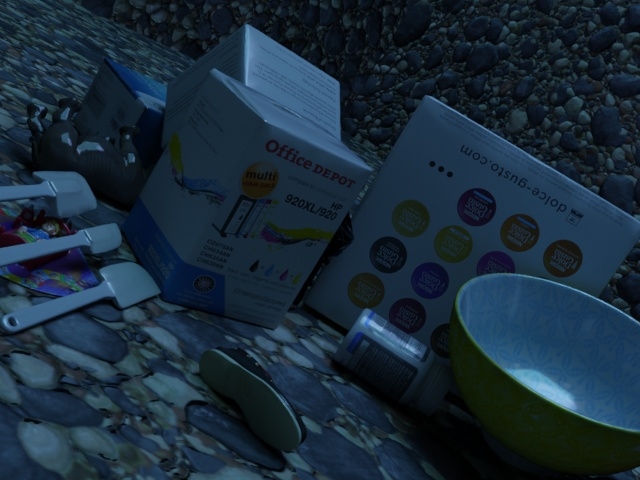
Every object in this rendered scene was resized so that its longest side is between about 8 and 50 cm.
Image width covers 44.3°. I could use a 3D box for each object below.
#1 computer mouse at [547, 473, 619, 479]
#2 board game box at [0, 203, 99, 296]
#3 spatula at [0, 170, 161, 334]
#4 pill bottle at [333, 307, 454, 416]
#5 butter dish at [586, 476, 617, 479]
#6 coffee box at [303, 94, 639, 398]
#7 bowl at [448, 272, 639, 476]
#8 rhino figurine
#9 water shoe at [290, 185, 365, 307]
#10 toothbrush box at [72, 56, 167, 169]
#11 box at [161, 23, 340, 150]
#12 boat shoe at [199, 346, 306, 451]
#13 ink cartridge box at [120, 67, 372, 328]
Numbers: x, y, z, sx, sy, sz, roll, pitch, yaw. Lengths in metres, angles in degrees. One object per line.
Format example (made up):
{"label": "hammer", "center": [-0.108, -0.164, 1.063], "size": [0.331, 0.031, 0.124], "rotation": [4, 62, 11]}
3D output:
{"label": "computer mouse", "center": [0.340, 0.267, 1.115], "size": [0.188, 0.072, 0.272], "rotation": [29, 13, -8]}
{"label": "board game box", "center": [-0.285, -0.006, 0.784], "size": [0.133, 0.033, 0.168], "rotation": [20, 17, -42]}
{"label": "spatula", "center": [-0.255, 0.003, 0.747], "size": [0.168, 0.019, 0.242], "rotation": [59, 19, 3]}
{"label": "pill bottle", "center": [0.092, 0.151, 0.963], "size": [0.137, 0.078, 0.078], "rotation": [33, 13, 6]}
{"label": "butter dish", "center": [0.323, 0.305, 0.832], "size": [0.159, 0.118, 0.160], "rotation": [14, 22, -50]}
{"label": "coffee box", "center": [0.217, 0.009, 1.199], "size": [0.337, 0.334, 0.338], "rotation": [31, 12, 1]}
{"label": "bowl", "center": [0.270, 0.180, 0.925], "size": [0.289, 0.156, 0.289], "rotation": [13, 28, -7]}
{"label": "rhino figurine", "center": [-0.274, -0.101, 1.047], "size": [0.243, 0.073, 0.106], "rotation": [22, 50, -39]}
{"label": "water shoe", "center": [0.000, 0.000, 1.025], "size": [0.080, 0.203, 0.073], "rotation": [18, 11, 16]}
{"label": "toothbrush box", "center": [-0.217, -0.149, 1.268], "size": [0.295, 0.126, 0.216], "rotation": [22, 17, -40]}
{"label": "box", "center": [-0.095, -0.175, 1.096], "size": [0.181, 0.181, 0.119], "rotation": [24, 55, -39]}
{"label": "boat shoe", "center": [-0.056, 0.142, 0.724], "size": [0.133, 0.049, 0.042], "rotation": [35, 21, 34]}
{"label": "ink cartridge box", "center": [-0.091, -0.048, 0.936], "size": [0.171, 0.233, 0.168], "rotation": [21, 17, -39]}
